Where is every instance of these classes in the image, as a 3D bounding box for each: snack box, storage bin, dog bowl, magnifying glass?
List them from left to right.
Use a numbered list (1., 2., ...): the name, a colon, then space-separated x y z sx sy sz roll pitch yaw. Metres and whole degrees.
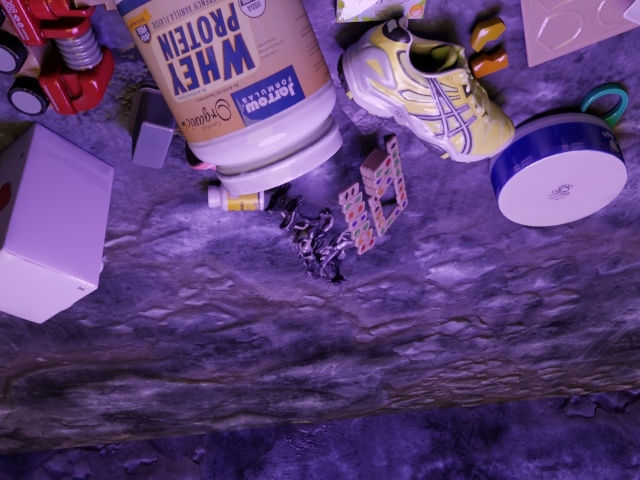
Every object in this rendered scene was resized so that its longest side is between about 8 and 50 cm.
1. storage bin: -0.295 -0.198 1.009 0.098 0.091 0.135 10 141 -24
2. snack box: 0.094 -0.393 0.858 0.141 0.037 0.100 -5 146 -4
3. dog bowl: 0.508 -0.145 1.204 0.265 0.104 0.264 -1 147 -1
4. magnifying glass: 0.595 -0.241 1.182 0.092 0.026 0.231 -16 142 12

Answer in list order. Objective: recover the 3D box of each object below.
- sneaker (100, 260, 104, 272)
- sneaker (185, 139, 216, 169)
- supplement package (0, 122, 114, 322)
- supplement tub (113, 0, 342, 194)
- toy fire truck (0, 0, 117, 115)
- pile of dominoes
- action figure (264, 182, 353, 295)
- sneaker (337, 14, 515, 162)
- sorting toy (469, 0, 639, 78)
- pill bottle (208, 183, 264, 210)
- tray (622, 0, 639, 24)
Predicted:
1. sneaker: -0.630 0.051 1.294 0.237 0.085 0.086 6 147 -20
2. sneaker: -0.107 -0.227 1.018 0.314 0.115 0.136 -30 156 30
3. supplement package: -0.519 -0.031 1.024 0.178 0.292 0.175 -28 140 25
4. supplement tub: -0.113 -0.245 0.771 0.229 0.228 0.316 -18 115 14
5. toy fire truck: -0.348 -0.309 0.821 0.247 0.158 0.217 1 144 4
6. pile of dominoes: 0.131 -0.082 1.186 0.040 0.196 0.251 28 158 30
7. action figure: 0.000 0.000 1.255 0.141 0.164 0.275 -44 126 -11
8. sneaker: 0.220 -0.251 0.974 0.385 0.145 0.147 15 150 -31
9. sorting toy: 0.392 -0.391 0.925 0.307 0.041 0.229 -18 148 14
10. pill bottle: -0.181 -0.096 1.194 0.117 0.065 0.065 -2 144 -8
11. tray: 0.603 -0.440 0.843 0.145 0.030 0.270 7 142 -28
